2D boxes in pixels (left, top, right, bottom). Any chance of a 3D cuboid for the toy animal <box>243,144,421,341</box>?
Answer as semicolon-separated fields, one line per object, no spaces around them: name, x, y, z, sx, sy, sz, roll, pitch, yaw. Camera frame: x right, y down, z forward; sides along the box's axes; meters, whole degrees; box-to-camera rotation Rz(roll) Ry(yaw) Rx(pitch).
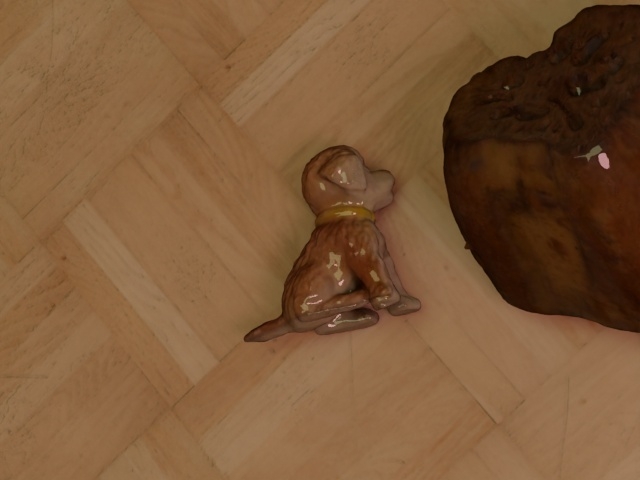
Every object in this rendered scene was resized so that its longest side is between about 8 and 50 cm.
toy animal;-0.007;0.001;1.716;0.183;0.104;0.185;-14;79;15

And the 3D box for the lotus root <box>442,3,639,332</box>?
lotus root;0.259;-0.095;1.565;0.316;0.250;0.316;-16;53;22
